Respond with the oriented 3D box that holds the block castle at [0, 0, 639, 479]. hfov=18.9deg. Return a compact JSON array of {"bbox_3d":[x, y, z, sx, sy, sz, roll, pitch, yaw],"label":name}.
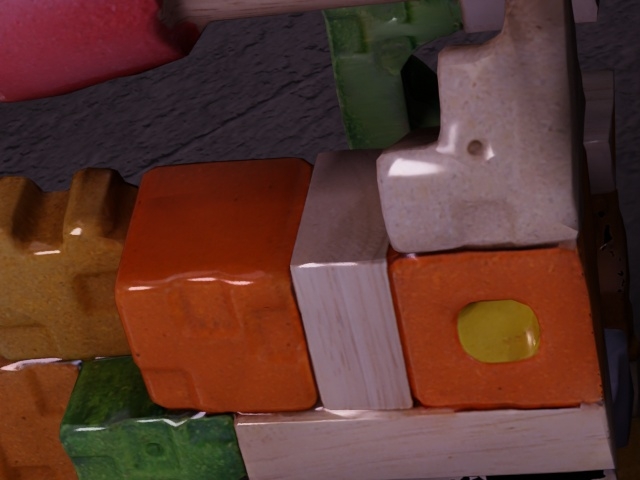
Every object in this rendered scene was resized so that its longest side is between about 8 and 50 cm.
[{"bbox_3d":[0.000,0.000,0.690,0.213,0.453,0.303,-4,38,10],"label":"block castle"}]
